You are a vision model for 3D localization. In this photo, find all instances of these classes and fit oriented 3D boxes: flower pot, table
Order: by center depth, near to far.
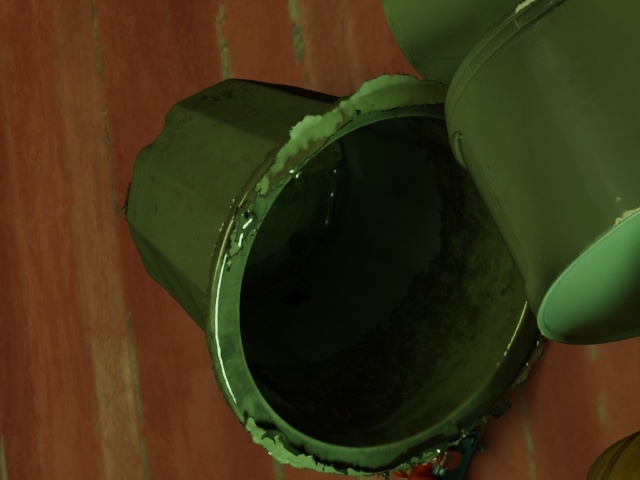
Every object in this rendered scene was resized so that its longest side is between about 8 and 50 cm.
[{"bbox_3d":[0.159,-0.193,1.142,0.220,0.126,0.126,-29,68,41],"label":"table"},{"bbox_3d":[0.000,0.000,1.227,0.259,0.290,0.290,29,109,57],"label":"flower pot"}]

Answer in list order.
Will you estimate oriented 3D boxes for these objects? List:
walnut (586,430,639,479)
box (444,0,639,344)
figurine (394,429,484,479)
[{"bbox_3d":[0.232,0.197,1.045,0.144,0.144,0.180,-26,77,42],"label":"walnut"},{"bbox_3d":[0.203,-0.057,1.018,0.226,0.226,0.149,-43,58,36],"label":"box"},{"bbox_3d":[0.050,0.146,1.271,0.140,0.075,0.068,23,108,31],"label":"figurine"}]
